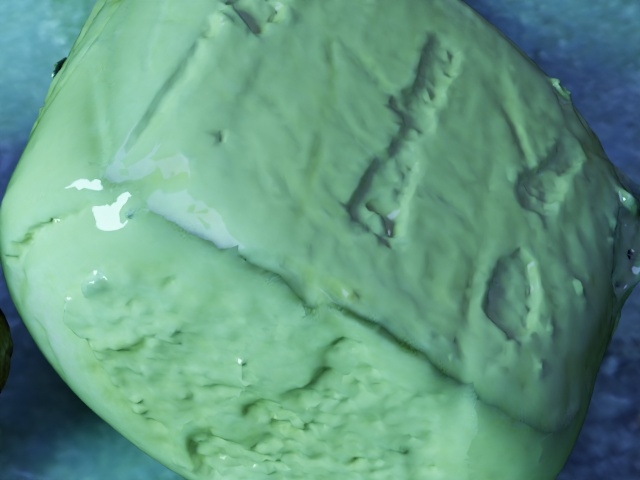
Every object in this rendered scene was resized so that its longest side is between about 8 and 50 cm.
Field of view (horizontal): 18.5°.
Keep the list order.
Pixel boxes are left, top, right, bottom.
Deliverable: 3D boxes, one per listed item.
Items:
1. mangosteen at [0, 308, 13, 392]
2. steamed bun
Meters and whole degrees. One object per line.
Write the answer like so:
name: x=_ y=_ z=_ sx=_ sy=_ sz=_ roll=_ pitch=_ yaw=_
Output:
mangosteen: x=-0.215 y=0.027 z=0.786 sx=0.250 sy=0.211 sz=0.211 roll=49 pitch=60 yaw=-10
steamed bun: x=0.000 y=0.000 z=0.846 sx=0.273 sy=0.166 sz=0.232 roll=30 pitch=46 yaw=-17
